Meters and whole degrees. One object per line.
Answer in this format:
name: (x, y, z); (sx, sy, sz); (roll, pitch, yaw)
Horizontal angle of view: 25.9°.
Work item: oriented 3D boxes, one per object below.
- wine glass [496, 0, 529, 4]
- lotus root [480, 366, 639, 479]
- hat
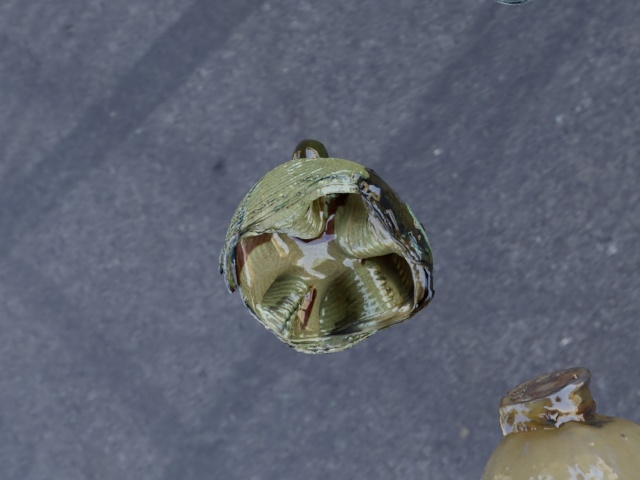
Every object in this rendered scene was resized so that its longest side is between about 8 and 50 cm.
wine glass: (0.222, -0.338, 1.462); (0.103, 0.231, 0.103); (10, 127, 13)
lotus root: (0.080, 0.106, 0.357); (0.062, 0.073, 0.150); (-39, 68, 64)
hat: (0.001, 0.000, 0.564); (0.076, 0.059, 0.077); (-31, 124, 9)
